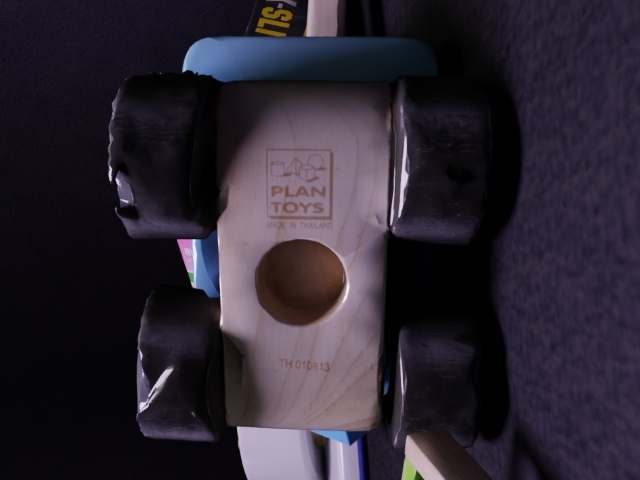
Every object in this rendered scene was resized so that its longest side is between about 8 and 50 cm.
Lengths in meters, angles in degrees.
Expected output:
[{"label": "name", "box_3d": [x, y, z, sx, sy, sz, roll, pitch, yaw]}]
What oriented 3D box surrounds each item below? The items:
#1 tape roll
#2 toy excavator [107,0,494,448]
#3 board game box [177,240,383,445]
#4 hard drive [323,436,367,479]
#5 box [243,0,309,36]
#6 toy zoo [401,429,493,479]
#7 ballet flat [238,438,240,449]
[{"label": "tape roll", "box_3d": [-0.049, 0.274, 1.129, 0.286, 0.100, 0.286, -5, -90, -80]}, {"label": "toy excavator", "box_3d": [-0.006, -0.100, 0.588, 0.445, 0.222, 0.433, -86, -4, -75]}, {"label": "board game box", "box_3d": [-0.062, 0.070, 0.823, 0.242, 0.064, 0.316, 4, 115, 47]}, {"label": "hard drive", "box_3d": [0.030, 0.262, 1.030, 0.210, 0.040, 0.318, 131, 136, -81]}, {"label": "box", "box_3d": [-0.044, -0.231, 0.894, 0.257, 0.079, 0.322, 97, -174, -62]}, {"label": "toy zoo", "box_3d": [0.082, 0.280, 0.361, 0.192, 0.030, 0.293, -139, 52, -64]}, {"label": "ballet flat", "box_3d": [-0.055, 0.414, 1.287, 0.073, 0.232, 0.080, 21, 85, 52]}]
